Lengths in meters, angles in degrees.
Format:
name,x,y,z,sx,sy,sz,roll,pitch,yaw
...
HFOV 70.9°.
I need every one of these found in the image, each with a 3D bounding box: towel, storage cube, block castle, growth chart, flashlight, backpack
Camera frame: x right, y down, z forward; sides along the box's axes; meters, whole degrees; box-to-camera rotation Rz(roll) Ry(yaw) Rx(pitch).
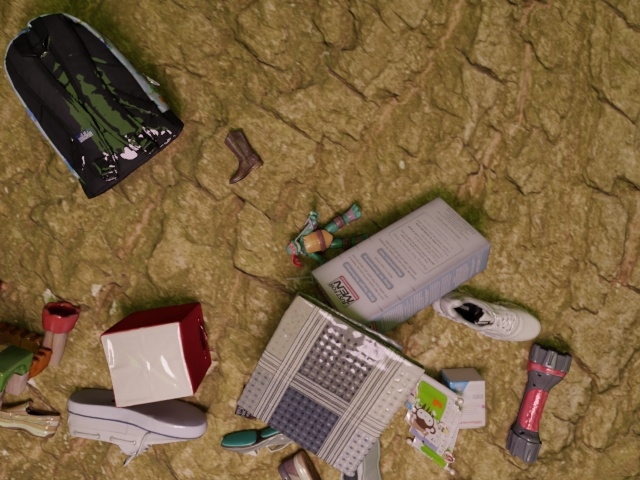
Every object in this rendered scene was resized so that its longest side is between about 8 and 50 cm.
name,x,y,z,sx,sy,sz,roll,pitch,yaw
towel,0.017,0.305,0.961,0.312,0.056,0.324,31,107,5
storage cube,-0.397,0.275,1.113,0.215,0.193,0.183,-9,96,-1
block castle,-0.785,0.220,0.975,0.303,0.453,0.212,19,102,-2
growth chart,0.293,0.471,1.184,0.172,0.021,0.236,16,108,41
flashlight,0.575,0.431,1.191,0.103,0.103,0.303,15,91,-37
backpack,-0.533,-0.330,1.038,0.290,0.273,0.355,-37,117,5

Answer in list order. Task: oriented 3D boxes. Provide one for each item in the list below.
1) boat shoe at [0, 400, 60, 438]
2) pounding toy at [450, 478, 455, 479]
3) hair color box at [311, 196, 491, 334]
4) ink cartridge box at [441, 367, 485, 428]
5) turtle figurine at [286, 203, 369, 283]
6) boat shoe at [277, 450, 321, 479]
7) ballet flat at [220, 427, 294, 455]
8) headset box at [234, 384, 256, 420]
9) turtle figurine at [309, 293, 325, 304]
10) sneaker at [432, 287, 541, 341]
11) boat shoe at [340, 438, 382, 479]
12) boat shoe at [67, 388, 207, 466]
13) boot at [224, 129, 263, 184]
name,x,y,z,sx,sy,sz,roll,pitch,yaw
boat shoe,-0.789,0.460,1.193,0.190,0.068,0.072,21,83,-13
pounding toy,0.382,0.719,1.206,0.100,0.130,0.141,-34,95,2
hair color box,0.190,0.070,1.068,0.375,0.113,0.185,-30,53,-10
ink cartridge box,0.377,0.425,1.197,0.092,0.090,0.143,-2,97,-1
turtle figurine,0.000,0.000,1.134,0.235,0.118,0.175,-21,111,-14
boat shoe,-0.028,0.716,1.216,0.093,0.103,0.284,-23,92,6
ballet flat,-0.159,0.543,1.207,0.214,0.072,0.068,-15,100,0
headset box,-0.189,0.434,1.214,0.062,0.032,0.083,18,94,-4
turtle figurine,0.051,0.251,1.101,0.198,0.275,0.265,-23,71,34
sneaker,0.440,0.202,1.164,0.293,0.118,0.109,17,93,-4
boat shoe,0.104,0.644,1.216,0.115,0.091,0.302,-2,96,-45
boat shoe,-0.479,0.498,1.163,0.368,0.136,0.156,8,95,1
boot,-0.218,-0.214,1.145,0.106,0.037,0.114,-37,99,-11
